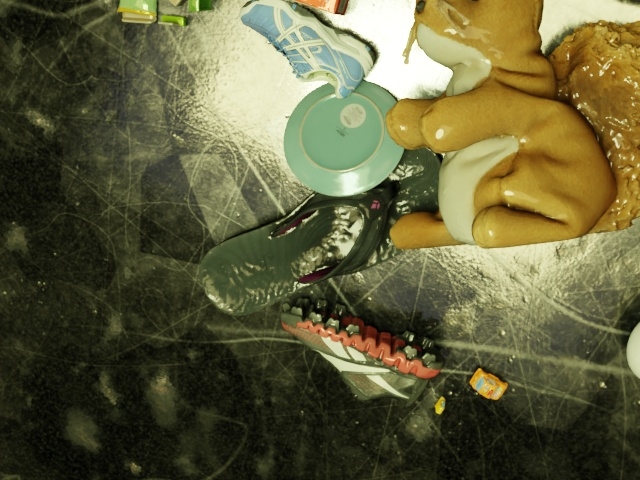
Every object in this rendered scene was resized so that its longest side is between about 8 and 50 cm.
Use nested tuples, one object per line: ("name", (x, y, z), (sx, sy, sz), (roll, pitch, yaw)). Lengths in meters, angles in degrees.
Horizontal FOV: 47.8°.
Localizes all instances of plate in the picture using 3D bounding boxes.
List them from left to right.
("plate", (0.033, -0.157, 1.067), (0.188, 0.024, 0.188), (-4, 74, 13))

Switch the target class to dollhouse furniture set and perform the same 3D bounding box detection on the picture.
("dollhouse furniture set", (-0.246, -0.365, 1.090), (0.151, 0.058, 0.076), (8, 107, 9))

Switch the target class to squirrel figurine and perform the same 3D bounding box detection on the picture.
("squirrel figurine", (0.284, -0.187, 0.961), (0.396, 0.281, 0.371), (-6, 91, -10))

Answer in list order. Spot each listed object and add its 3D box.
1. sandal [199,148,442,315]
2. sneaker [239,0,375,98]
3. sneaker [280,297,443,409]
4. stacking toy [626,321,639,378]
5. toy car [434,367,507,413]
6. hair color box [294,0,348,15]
("sandal", (0.000, 0.003, 1.126), (0.445, 0.107, 0.168), (-31, 99, 18))
("sneaker", (-0.028, -0.283, 1.050), (0.211, 0.080, 0.081), (27, 85, 4))
("sneaker", (0.053, 0.190, 1.176), (0.276, 0.097, 0.135), (22, 107, 3))
("stacking toy", (0.614, 0.053, 0.963), (0.350, 0.350, 0.480), (44, 129, -4))
("toy car", (0.249, 0.264, 1.190), (0.060, 0.040, 0.122), (45, 109, -4))
("hair color box", (-0.044, -0.372, 1.030), (0.167, 0.093, 0.053), (19, 108, 5))
